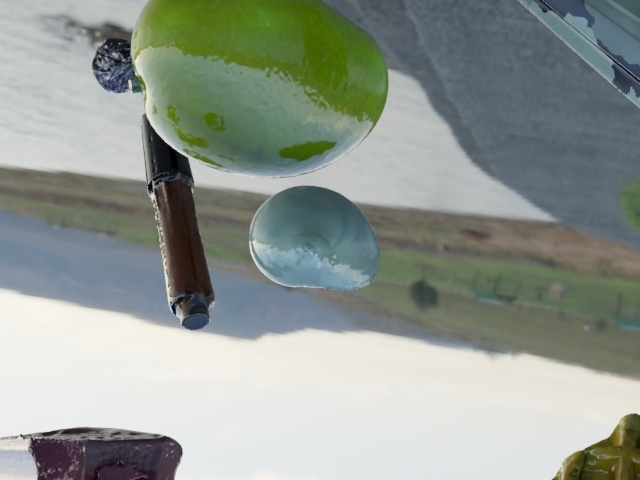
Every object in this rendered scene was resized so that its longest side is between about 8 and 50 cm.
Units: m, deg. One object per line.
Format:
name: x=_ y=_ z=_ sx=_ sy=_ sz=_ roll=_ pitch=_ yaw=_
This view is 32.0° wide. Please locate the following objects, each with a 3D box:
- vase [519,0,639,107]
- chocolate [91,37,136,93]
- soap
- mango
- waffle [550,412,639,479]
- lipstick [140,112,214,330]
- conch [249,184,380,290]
vase: x=0.263 y=-0.230 z=1.007 sx=0.360 sy=0.165 sz=0.165 roll=35 pitch=-178 yaw=6
chocolate: x=-0.171 y=-0.203 z=1.151 sx=0.147 sy=0.070 sz=0.072 roll=-23 pitch=-177 yaw=36
soap: x=-0.349 y=0.341 z=1.627 sx=0.220 sy=0.127 sz=0.325 roll=3 pitch=173 yaw=-32
mango: x=-0.050 y=-0.147 z=1.043 sx=0.273 sy=0.185 sz=0.149 roll=22 pitch=172 yaw=-38
waffle: x=0.375 y=0.390 z=1.233 sx=0.379 sy=0.382 sz=0.095 roll=44 pitch=165 yaw=32
lipstick: x=-0.225 y=-0.042 z=1.731 sx=0.077 sy=0.418 sz=0.077 roll=-10 pitch=143 yaw=-8
conch: x=0.002 y=-0.002 z=1.624 sx=0.221 sy=0.185 sz=0.121 roll=-23 pitch=165 yaw=-48
